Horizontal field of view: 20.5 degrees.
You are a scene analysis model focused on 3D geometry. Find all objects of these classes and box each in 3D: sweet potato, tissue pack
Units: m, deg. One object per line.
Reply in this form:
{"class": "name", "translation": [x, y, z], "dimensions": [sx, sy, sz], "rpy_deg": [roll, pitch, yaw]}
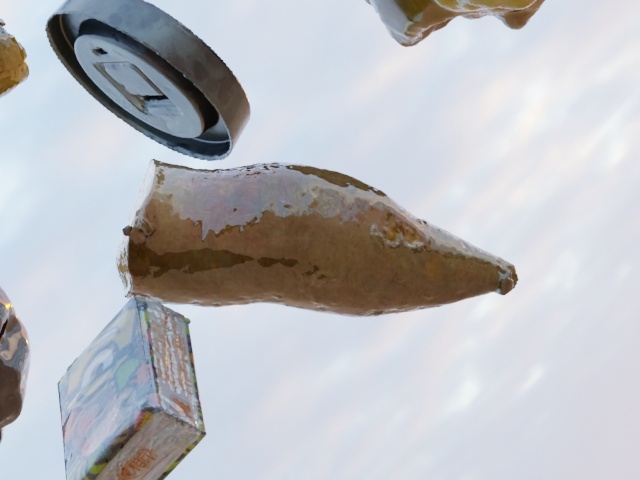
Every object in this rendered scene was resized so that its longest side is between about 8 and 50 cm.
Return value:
{"class": "sweet potato", "translation": [0.000, -0.001, 1.462], "dimensions": [0.131, 0.337, 0.131], "rpy_deg": [-177, 90, -85]}
{"class": "tissue pack", "translation": [-0.143, 0.125, 1.334], "dimensions": [0.108, 0.060, 0.148], "rpy_deg": [-49, 28, 19]}

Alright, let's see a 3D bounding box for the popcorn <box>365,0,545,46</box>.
{"class": "popcorn", "translation": [0.117, -0.320, 1.717], "dimensions": [0.281, 0.297, 0.315], "rpy_deg": [-20, -39, -24]}

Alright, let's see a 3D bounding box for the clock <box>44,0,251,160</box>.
{"class": "clock", "translation": [-0.163, -0.160, 1.692], "dimensions": [0.042, 0.215, 0.215], "rpy_deg": [-56, -13, -19]}

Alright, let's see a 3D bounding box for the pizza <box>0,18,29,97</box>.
{"class": "pizza", "translation": [-0.392, -0.109, 1.303], "dimensions": [0.251, 0.288, 0.074], "rpy_deg": [-39, -49, -51]}

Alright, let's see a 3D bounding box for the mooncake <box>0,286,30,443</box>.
{"class": "mooncake", "translation": [-0.451, 0.139, 1.863], "dimensions": [0.283, 0.283, 0.141], "rpy_deg": [-57, 20, 33]}
